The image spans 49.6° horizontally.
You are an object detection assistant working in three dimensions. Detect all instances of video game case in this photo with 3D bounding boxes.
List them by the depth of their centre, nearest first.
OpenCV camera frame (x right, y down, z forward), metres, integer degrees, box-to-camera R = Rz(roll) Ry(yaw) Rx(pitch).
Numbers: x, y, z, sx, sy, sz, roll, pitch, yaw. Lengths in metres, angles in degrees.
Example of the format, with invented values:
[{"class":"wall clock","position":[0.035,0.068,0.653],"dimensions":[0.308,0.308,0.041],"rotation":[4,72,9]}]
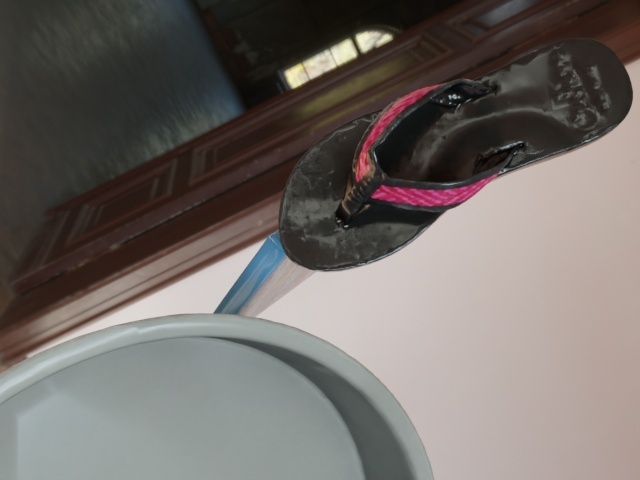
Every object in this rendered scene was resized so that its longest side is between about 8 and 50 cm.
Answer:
[{"class":"video game case","position":[0.000,0.000,0.454],"dimensions":[0.015,0.119,0.166],"rotation":[48,45,7]}]

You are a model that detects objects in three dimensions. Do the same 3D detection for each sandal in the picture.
[{"class":"sandal","position":[0.057,-0.044,0.317],"dimensions":[0.067,0.179,0.040],"rotation":[64,5,9]}]

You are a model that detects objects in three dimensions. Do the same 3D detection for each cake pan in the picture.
[{"class":"cake pan","position":[-0.075,0.174,0.340],"dimensions":[0.293,0.293,0.054],"rotation":[62,-18,-20]}]
